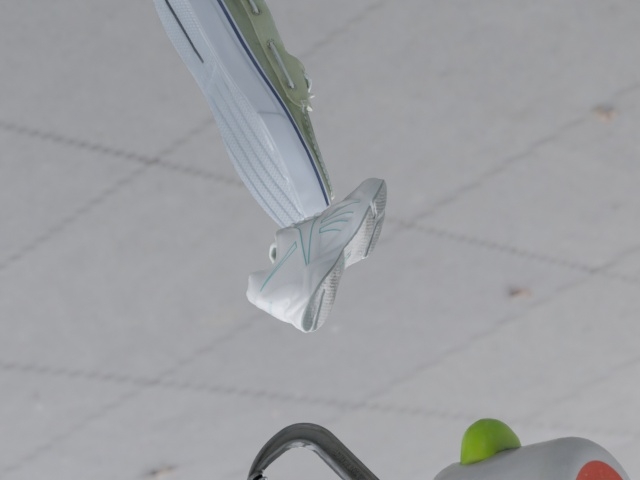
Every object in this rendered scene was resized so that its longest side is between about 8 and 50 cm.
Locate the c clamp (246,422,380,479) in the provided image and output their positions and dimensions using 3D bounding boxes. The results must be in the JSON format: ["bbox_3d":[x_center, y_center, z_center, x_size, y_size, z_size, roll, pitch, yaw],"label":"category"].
[{"bbox_3d":[-0.008,0.237,1.638,0.137,0.161,0.022,-32,153,-20],"label":"c clamp"}]

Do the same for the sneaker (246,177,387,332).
[{"bbox_3d":[0.000,0.000,1.325,0.152,0.061,0.054,-52,151,-41],"label":"sneaker"}]

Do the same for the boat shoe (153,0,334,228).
[{"bbox_3d":[-0.055,-0.149,1.794,0.094,0.302,0.109,-24,170,-24],"label":"boat shoe"}]

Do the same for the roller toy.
[{"bbox_3d":[0.179,0.256,1.459,0.146,0.191,0.209,-18,118,30],"label":"roller toy"}]
